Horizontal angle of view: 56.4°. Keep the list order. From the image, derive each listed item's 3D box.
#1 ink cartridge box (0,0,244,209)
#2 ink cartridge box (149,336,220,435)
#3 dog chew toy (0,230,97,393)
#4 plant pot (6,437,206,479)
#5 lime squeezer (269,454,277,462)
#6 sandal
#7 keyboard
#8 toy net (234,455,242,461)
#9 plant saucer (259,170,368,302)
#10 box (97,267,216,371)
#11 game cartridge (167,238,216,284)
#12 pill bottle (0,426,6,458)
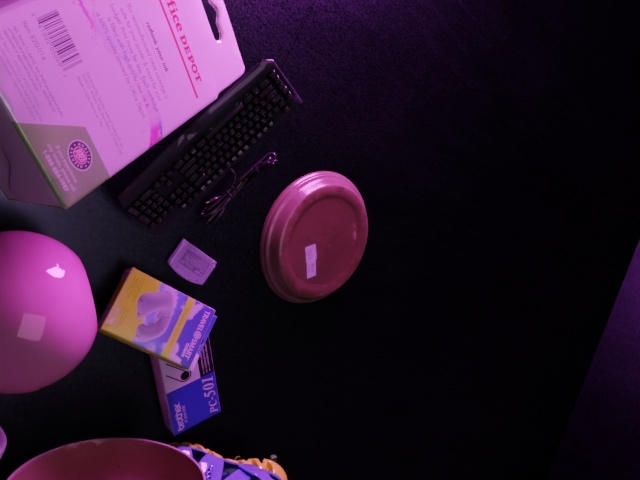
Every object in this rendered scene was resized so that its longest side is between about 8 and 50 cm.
[{"bbox_3d":[-0.261,-0.222,0.731,0.353,0.119,0.207,-50,136,-40],"label":"ink cartridge box"},{"bbox_3d":[-0.241,0.233,1.056,0.097,0.046,0.207,-22,120,-34],"label":"ink cartridge box"},{"bbox_3d":[-0.453,0.106,0.717,0.332,0.207,0.206,-13,114,-30],"label":"dog chew toy"},{"bbox_3d":[-0.322,0.448,0.885,0.284,0.284,0.190,-1,102,-42],"label":"plant pot"},{"bbox_3d":[-0.120,0.624,1.283,0.059,0.110,0.310,0,75,-26],"label":"lime squeezer"},{"bbox_3d":[-0.193,0.445,1.068,0.318,0.138,0.126,10,88,-20],"label":"sandal"},{"bbox_3d":[-0.152,-0.122,0.943,0.317,0.033,0.201,-43,151,2],"label":"keyboard"},{"bbox_3d":[-0.219,0.536,1.195,0.122,0.045,0.232,-8,112,-43],"label":"toy net"},{"bbox_3d":[0.000,0.000,1.195,0.278,0.041,0.277,-18,118,-37],"label":"plant saucer"},{"bbox_3d":[-0.254,0.132,0.961,0.178,0.042,0.109,33,67,-27],"label":"box"},{"bbox_3d":[-0.222,0.040,1.022,0.083,0.017,0.056,44,72,-43],"label":"game cartridge"},{"bbox_3d":[-0.546,0.387,0.723,0.204,0.204,0.360,28,86,-45],"label":"pill bottle"}]
